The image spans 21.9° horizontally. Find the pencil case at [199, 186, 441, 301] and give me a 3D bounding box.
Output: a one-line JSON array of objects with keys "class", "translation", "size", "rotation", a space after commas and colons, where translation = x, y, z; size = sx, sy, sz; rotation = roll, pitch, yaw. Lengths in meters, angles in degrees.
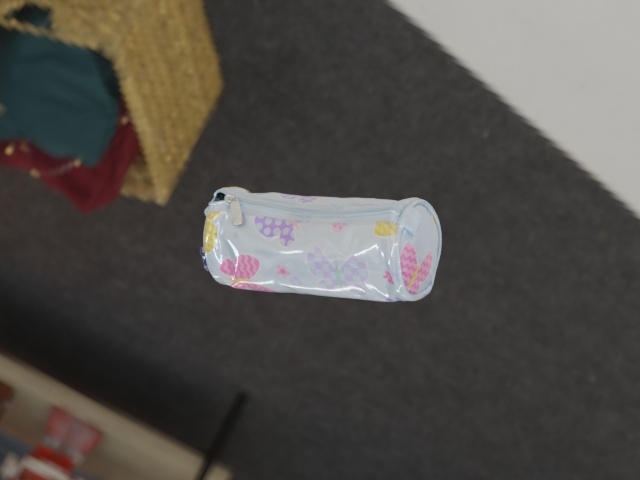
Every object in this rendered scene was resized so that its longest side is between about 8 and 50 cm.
[{"class": "pencil case", "translation": [0.000, 0.000, 1.863], "size": [0.273, 0.113, 0.124], "rotation": [6, 123, 29]}]
